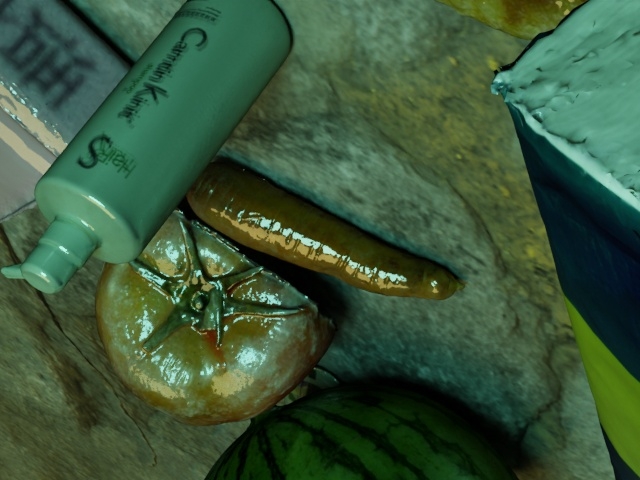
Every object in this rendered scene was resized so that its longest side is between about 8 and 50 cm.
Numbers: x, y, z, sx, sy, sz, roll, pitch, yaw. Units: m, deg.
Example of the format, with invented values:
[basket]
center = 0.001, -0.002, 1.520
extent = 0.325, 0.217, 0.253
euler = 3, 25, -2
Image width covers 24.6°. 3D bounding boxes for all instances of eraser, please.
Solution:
[eraser]
center = -0.347, -0.180, 1.217
extent = 0.359, 0.122, 0.272
euler = 44, 150, -16

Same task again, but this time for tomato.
[tomato]
center = -0.108, 0.078, 1.286
extent = 0.214, 0.155, 0.181
euler = 31, 174, 9

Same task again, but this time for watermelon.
[watermelon]
center = 0.016, 0.224, 1.334
extent = 0.330, 0.330, 0.189
euler = -15, 95, 52

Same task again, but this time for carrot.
[carrot]
center = 0.000, 0.000, 1.207
extent = 0.247, 0.059, 0.059
euler = 24, 149, 10

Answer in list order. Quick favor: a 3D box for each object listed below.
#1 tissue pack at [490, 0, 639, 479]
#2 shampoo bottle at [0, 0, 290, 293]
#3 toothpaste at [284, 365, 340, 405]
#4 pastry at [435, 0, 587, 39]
[tissue pack]
center = 0.282, 0.041, 0.735
extent = 0.253, 0.264, 0.417
euler = 44, 165, 46
[shampoo bottle]
center = -0.118, -0.068, 1.010
extent = 0.085, 0.262, 0.085
euler = 25, 149, 16
[toothpaste]
center = -0.009, 0.203, 1.528
extent = 0.067, 0.037, 0.255
euler = 23, 145, 18
[pastry]
center = 0.113, -0.199, 0.771
extent = 0.192, 0.093, 0.182
euler = -14, 125, 47
